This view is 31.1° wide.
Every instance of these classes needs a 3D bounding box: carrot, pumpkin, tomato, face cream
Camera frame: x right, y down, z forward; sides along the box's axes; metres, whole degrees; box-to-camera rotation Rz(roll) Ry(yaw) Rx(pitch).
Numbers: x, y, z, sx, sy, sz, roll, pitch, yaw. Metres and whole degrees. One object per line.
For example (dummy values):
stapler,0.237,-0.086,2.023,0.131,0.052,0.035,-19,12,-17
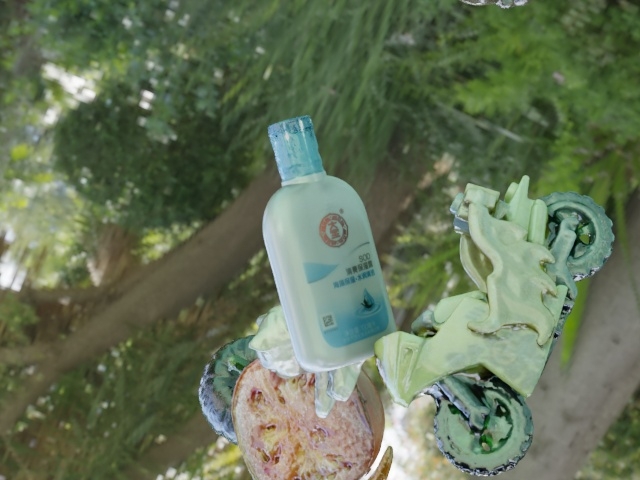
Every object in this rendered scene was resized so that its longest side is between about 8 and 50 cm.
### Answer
carrot,0.081,0.383,1.798,0.035,0.142,0.035,28,-165,-8
pumpkin,-0.144,0.306,2.419,0.248,0.248,0.248,24,-164,-7
tomato,-0.008,0.345,2.245,0.338,0.338,0.143,33,-160,25
face cream,0.000,0.000,1.553,0.163,0.337,0.080,-15,-178,-34

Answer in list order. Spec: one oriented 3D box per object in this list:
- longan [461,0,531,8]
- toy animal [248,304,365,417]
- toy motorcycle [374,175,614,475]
longan,0.281,-0.472,1.918,0.204,0.185,0.159,45,167,-10
toy animal,-0.016,0.171,1.912,0.188,0.266,0.308,30,-154,-2
toy motorcycle,0.225,0.096,1.527,0.236,0.410,0.169,26,163,9
